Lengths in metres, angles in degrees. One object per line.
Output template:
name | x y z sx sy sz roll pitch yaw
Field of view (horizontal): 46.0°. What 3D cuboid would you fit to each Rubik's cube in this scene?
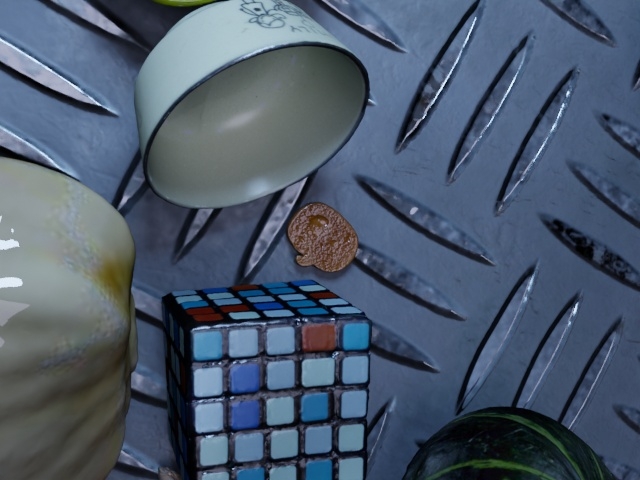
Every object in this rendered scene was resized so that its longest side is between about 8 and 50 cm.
Rubik's cube | -0.064 0.149 0.797 0.187 0.182 0.184 -1 98 -19

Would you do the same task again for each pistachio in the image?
pistachio | -0.343 0.121 0.669 0.445 0.281 0.365 -43 117 6

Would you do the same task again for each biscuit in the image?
biscuit | 0.000 0.000 0.885 0.078 0.015 0.091 -46 108 -6

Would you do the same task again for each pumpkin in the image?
pumpkin | 0.226 0.350 0.854 0.323 0.241 0.323 32 45 -38

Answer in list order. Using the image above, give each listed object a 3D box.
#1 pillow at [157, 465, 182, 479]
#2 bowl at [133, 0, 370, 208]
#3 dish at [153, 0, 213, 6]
pillow | -0.113 0.336 0.789 0.043 0.233 0.126 0 103 -42
bowl | -0.083 -0.147 0.748 0.238 0.237 0.126 -23 67 -14
dish | -0.109 -0.348 0.753 0.263 0.108 0.221 -15 102 -14
